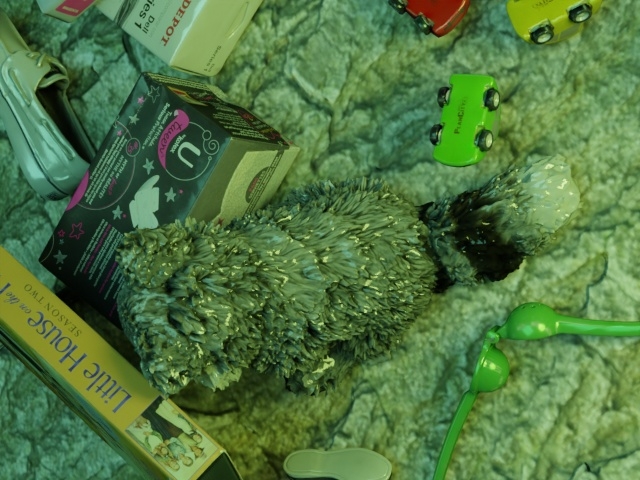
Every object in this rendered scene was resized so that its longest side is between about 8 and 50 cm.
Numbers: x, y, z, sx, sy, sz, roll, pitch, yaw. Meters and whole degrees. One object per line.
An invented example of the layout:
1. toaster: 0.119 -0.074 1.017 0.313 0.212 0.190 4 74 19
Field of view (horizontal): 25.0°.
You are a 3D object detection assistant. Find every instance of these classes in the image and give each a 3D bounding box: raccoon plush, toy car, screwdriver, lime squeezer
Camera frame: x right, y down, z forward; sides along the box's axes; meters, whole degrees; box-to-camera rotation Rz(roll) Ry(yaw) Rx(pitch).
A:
1. raccoon plush: 0.000 0.000 1.419 0.446 0.299 0.216 -37 72 22
2. toy car: 0.161 -0.175 1.454 0.239 0.053 0.225 7 77 29
3. screwdriver: -0.347 0.099 1.769 0.170 0.025 0.024 -36 73 32
4. lime squeezer: 0.203 0.130 1.455 0.310 0.059 0.110 -38 102 21

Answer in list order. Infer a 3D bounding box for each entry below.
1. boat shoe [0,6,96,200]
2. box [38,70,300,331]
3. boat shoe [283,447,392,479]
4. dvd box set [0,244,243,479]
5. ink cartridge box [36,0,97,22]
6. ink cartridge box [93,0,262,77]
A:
1. boat shoe: -0.344 -0.182 1.729 0.088 0.096 0.268 -29 77 21
2. box: -0.162 -0.038 1.584 0.142 0.163 0.247 38 106 22
3. boat shoe: 0.021 0.251 1.549 0.125 0.038 0.046 -4 45 23
4. dvd box set: -0.244 0.154 1.544 0.420 0.308 0.062 39 75 20
5. ink cartridge box: -0.217 -0.404 1.580 0.311 0.065 0.186 -33 72 20
6. ink cartridge box: -0.178 -0.311 1.640 0.219 0.092 0.160 39 106 25
